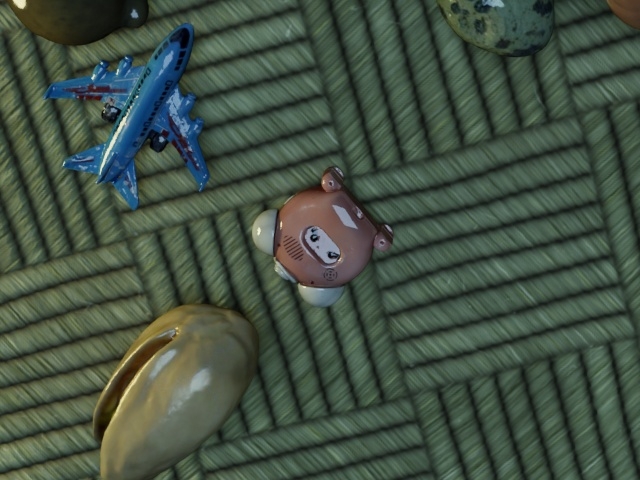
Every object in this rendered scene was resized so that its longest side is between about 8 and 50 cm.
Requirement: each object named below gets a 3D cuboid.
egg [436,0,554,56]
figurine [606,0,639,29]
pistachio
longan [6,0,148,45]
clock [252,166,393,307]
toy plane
[{"bbox_3d":[0.233,-0.320,1.760,0.141,0.141,0.181,-44,94,11],"label":"egg"},{"bbox_3d":[0.528,-0.418,1.680,0.277,0.248,0.388,28,106,-27],"label":"figurine"},{"bbox_3d":[-0.205,0.218,1.890,0.187,0.187,0.299,39,108,-4],"label":"pistachio"},{"bbox_3d":[-0.323,-0.350,1.786,0.204,0.159,0.184,29,96,-15],"label":"longan"},{"bbox_3d":[0.000,0.000,1.869,0.162,0.093,0.166,-40,97,14],"label":"clock"},{"bbox_3d":[-0.244,-0.183,1.840,0.254,0.105,0.271,31,101,-3],"label":"toy plane"}]
